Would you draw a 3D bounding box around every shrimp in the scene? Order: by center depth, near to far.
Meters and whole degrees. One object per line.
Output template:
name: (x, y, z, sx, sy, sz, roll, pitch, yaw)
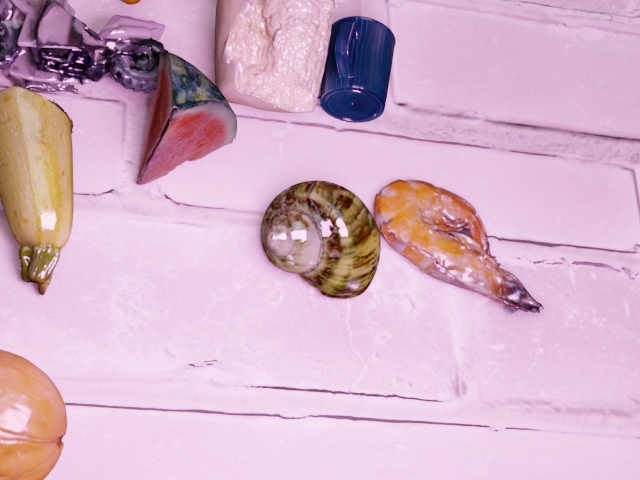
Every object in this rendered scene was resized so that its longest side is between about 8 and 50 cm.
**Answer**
shrimp: (0.225, 0.007, 1.717, 0.317, 0.062, 0.164, 34, 57, 4)

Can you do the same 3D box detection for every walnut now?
walnut: (-0.428, 0.224, 1.343, 0.226, 0.193, 0.193, 22, 61, -7)

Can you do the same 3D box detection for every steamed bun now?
steamed bun: (-0.078, -0.309, 1.686, 0.200, 0.170, 0.225, -5, 76, 24)

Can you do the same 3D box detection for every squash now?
squash: (-0.391, -0.071, 1.541, 0.137, 0.137, 0.287, -13, 75, -22)

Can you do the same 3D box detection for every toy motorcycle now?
toy motorcycle: (-0.388, -0.325, 1.648, 0.327, 0.143, 0.188, 5, 63, -23)

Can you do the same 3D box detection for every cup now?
cup: (0.048, -0.283, 1.764, 0.150, 0.113, 0.138, 31, 56, -38)

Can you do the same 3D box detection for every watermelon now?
watermelon: (-0.194, -0.169, 1.607, 0.136, 0.207, 0.202, 9, 104, -3)

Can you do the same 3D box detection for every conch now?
conch: (0.000, -0.001, 1.616, 0.182, 0.124, 0.187, -19, 80, -21)

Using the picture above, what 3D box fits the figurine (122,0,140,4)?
figurine: (-0.336, -0.465, 1.770, 0.122, 0.121, 0.176, -17, 79, 6)
